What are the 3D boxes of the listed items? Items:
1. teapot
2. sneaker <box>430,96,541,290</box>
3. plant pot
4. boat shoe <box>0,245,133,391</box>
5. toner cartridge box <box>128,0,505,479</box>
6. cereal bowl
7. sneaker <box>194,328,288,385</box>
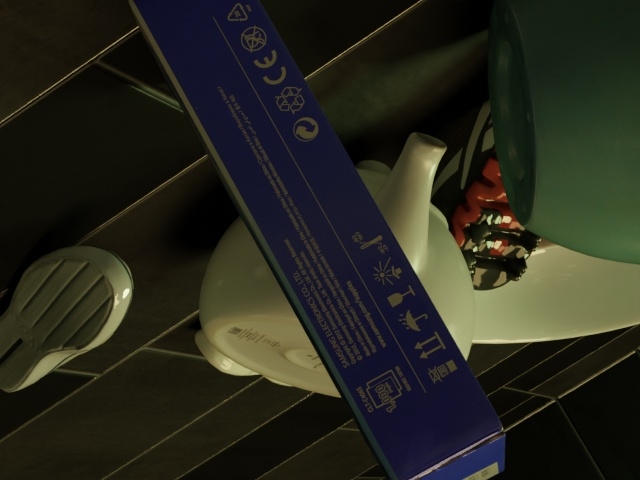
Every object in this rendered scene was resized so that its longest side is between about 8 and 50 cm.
[{"bbox_3d":[0.023,0.021,1.599,0.256,0.187,0.252,2,157,30],"label":"teapot"},{"bbox_3d":[0.171,-0.097,1.645,0.098,0.135,0.276,12,116,-36],"label":"sneaker"},{"bbox_3d":[0.259,-0.111,1.432,0.235,0.293,0.293,-7,162,-5],"label":"plant pot"},{"bbox_3d":[-0.203,0.051,1.500,0.076,0.083,0.226,-32,-179,-40],"label":"boat shoe"},{"bbox_3d":[0.000,0.000,1.168,0.075,0.347,0.165,-28,164,-4],"label":"toner cartridge box"},{"bbox_3d":[0.231,-0.008,1.863,0.339,0.141,0.339,-7,161,-2],"label":"cereal bowl"},{"bbox_3d":[-0.038,0.093,1.922,0.094,0.080,0.212,-47,159,16],"label":"sneaker"}]
